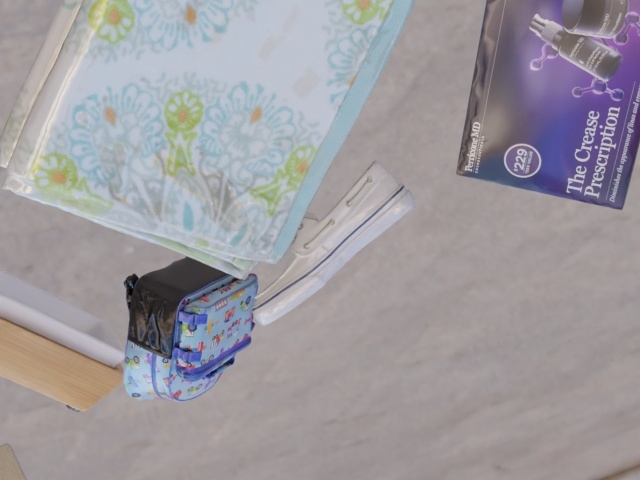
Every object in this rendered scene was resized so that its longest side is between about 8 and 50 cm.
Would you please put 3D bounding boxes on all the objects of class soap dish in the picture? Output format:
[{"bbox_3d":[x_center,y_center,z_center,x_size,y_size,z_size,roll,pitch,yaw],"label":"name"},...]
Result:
[{"bbox_3d":[-0.449,0.140,1.944,0.291,0.118,0.229,28,-179,-22],"label":"soap dish"}]

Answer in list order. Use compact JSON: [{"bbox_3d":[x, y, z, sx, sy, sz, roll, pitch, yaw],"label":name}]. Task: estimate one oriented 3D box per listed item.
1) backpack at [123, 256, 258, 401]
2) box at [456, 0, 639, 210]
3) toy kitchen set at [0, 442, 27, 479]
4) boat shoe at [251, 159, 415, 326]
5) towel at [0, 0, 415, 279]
[{"bbox_3d":[-0.156,0.116,1.509,0.158,0.117,0.173,-24,130,-56],"label":"backpack"},{"bbox_3d":[0.255,-0.182,1.332,0.184,0.103,0.261,14,119,13],"label":"box"},{"bbox_3d":[-0.277,0.292,1.011,0.166,0.122,0.207,-25,143,-17],"label":"toy kitchen set"},{"bbox_3d":[0.000,0.000,1.438,0.226,0.076,0.083,-40,-176,-12],"label":"boat shoe"},{"bbox_3d":[-0.104,-0.166,1.253,0.320,0.090,0.374,21,99,-37],"label":"towel"}]
